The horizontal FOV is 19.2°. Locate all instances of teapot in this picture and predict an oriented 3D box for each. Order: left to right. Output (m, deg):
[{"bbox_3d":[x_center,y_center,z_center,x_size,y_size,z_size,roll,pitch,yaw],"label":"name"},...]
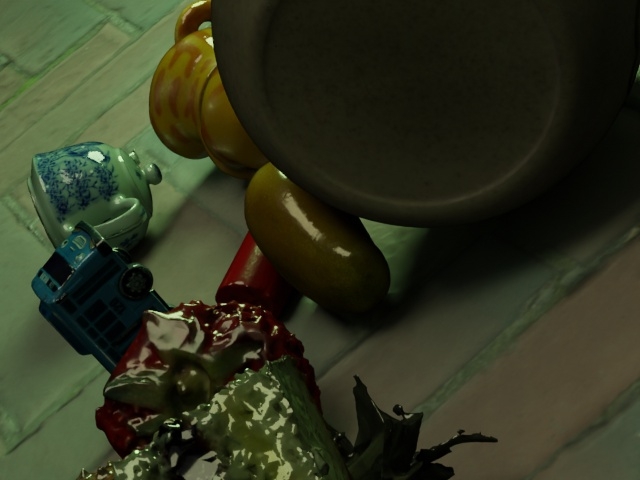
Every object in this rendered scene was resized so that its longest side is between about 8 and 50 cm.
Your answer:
[{"bbox_3d":[-0.252,-0.050,2.209,0.159,0.159,0.232,-35,21,5],"label":"teapot"}]

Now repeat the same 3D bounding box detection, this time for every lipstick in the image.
[{"bbox_3d":[-0.028,-0.026,1.963,0.073,0.073,0.279,-17,33,37],"label":"lipstick"}]

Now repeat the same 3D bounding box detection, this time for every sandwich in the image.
[{"bbox_3d":[-0.016,0.230,1.213,0.131,0.325,0.262,-24,25,2],"label":"sandwich"}]

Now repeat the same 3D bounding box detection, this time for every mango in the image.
[{"bbox_3d":[0.000,0.000,1.804,0.099,0.136,0.227,-34,36,-8],"label":"mango"}]

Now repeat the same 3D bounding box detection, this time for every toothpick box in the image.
[{"bbox_3d":[0.100,-0.242,1.766,0.409,0.409,0.425,-26,22,23],"label":"toothpick box"}]

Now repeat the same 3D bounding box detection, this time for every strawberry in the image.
[{"bbox_3d":[-0.091,0.136,1.670,0.187,0.184,0.201,-53,-2,8],"label":"strawberry"}]

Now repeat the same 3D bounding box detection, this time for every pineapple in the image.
[{"bbox_3d":[-0.035,0.206,1.482,0.364,0.165,0.165,-21,30,25],"label":"pineapple"}]

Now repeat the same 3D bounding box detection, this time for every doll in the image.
[{"bbox_3d":[-0.090,-0.162,2.176,0.167,0.162,0.270,-31,32,-22],"label":"doll"}]

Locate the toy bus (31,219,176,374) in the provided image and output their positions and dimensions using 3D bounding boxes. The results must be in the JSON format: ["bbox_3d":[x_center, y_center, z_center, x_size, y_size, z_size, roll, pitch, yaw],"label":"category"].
[{"bbox_3d":[-0.198,0.077,1.873,0.106,0.184,0.090,-43,25,-6],"label":"toy bus"}]
